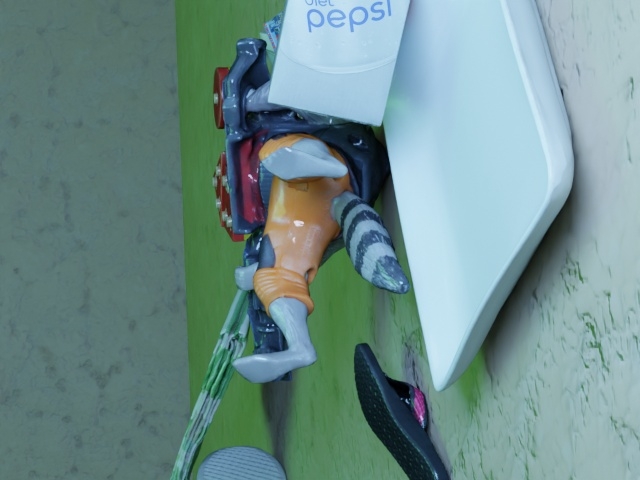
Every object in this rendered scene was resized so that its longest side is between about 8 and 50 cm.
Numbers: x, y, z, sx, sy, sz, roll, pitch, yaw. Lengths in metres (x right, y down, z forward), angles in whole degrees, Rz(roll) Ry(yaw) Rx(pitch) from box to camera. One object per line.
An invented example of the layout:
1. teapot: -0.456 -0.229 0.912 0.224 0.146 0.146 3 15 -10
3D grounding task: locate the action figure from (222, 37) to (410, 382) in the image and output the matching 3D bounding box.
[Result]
1. action figure: 0.000 0.000 1.108 0.330 0.178 0.341 -75 -18 -64

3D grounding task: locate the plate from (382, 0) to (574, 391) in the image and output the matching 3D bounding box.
1. plate: 0.106 -0.074 0.858 0.278 0.045 0.277 106 160 -57

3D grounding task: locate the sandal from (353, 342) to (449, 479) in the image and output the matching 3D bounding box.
1. sandal: 0.076 0.159 1.070 0.179 0.040 0.067 -124 26 -42

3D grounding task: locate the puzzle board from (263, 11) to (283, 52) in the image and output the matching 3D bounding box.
1. puzzle board: -0.007 -0.223 1.269 0.011 0.096 0.128 59 -175 -33

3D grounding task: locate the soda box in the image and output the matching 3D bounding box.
1. soda box: 0.032 -0.238 0.925 0.098 0.091 0.286 -93 15 -74

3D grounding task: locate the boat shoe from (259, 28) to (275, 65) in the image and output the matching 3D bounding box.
1. boat shoe: -0.004 -0.189 1.327 0.081 0.079 0.227 68 172 -23

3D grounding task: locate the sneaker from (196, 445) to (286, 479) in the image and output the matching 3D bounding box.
1. sneaker: -0.102 0.431 1.700 0.366 0.135 0.150 -112 25 -62

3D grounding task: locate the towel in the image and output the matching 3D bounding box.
1. towel: -0.141 0.186 1.763 0.248 0.038 0.325 -74 4 -58

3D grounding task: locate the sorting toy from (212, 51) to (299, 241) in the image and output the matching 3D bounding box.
1. sorting toy: -0.097 -0.124 1.705 0.255 0.089 0.257 -131 40 -72
